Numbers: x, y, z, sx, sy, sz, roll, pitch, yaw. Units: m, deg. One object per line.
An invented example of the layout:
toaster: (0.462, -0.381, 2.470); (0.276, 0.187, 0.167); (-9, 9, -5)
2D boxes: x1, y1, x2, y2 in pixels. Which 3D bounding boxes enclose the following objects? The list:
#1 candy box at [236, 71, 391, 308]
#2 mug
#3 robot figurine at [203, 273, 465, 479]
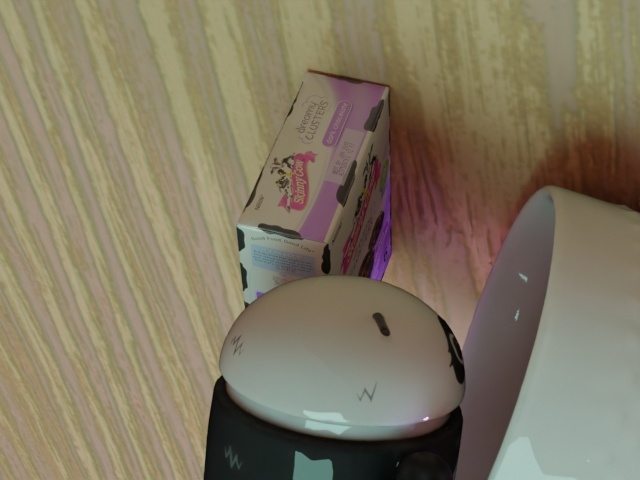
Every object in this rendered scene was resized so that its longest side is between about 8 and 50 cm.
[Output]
candy box: (0.000, 0.000, 1.218); (0.070, 0.165, 0.196); (12, 141, 13)
mug: (0.271, 0.143, 1.201); (0.328, 0.276, 0.374); (17, 172, -3)
robot figurine: (0.008, 0.161, 1.088); (0.209, 0.173, 0.278); (13, 107, 20)
